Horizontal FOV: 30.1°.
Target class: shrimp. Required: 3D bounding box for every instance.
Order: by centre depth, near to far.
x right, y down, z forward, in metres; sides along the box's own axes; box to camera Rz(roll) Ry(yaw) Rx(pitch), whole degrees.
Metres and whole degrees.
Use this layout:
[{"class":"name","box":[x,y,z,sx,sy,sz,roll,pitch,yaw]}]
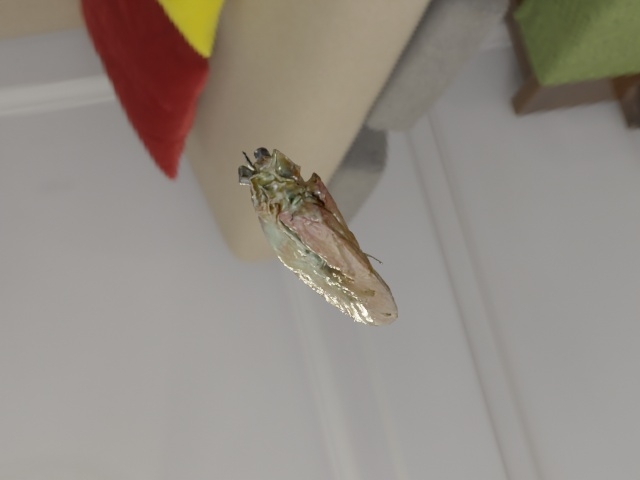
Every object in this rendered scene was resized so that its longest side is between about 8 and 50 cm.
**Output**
[{"class":"shrimp","box":[0.002,-0.001,0.877,0.115,0.051,0.217,22,157,32]}]
